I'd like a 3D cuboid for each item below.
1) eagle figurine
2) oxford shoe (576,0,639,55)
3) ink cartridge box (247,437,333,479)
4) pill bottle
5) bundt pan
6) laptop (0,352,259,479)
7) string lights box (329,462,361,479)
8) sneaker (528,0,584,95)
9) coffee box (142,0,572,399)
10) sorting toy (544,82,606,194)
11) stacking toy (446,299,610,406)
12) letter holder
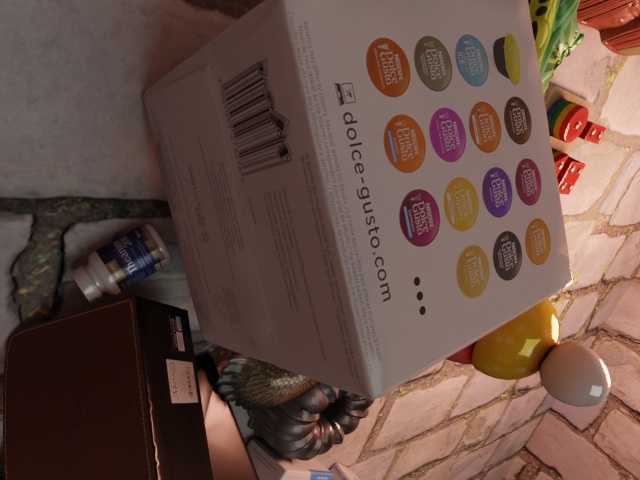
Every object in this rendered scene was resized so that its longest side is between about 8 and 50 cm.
[{"bbox_3d":[-0.019,0.214,1.001,0.298,0.225,0.226,-40,137,-46],"label":"eagle figurine"},{"bbox_3d":[0.594,-0.527,1.098,0.397,0.140,0.147,17,76,-44],"label":"oxford shoe"},{"bbox_3d":[-0.139,0.641,1.250,0.307,0.129,0.223,-59,142,-5],"label":"ink cartridge box"},{"bbox_3d":[-0.272,0.032,0.731,0.120,0.067,0.067,-33,138,-21],"label":"pill bottle"},{"bbox_3d":[0.005,0.365,1.213,0.330,0.124,0.331,-25,136,-28],"label":"bundt pan"},{"bbox_3d":[-0.331,0.464,0.911,0.408,0.236,0.382,-37,113,-55],"label":"laptop"},{"bbox_3d":[0.005,0.792,1.584,0.260,0.077,0.133,-46,141,-6],"label":"string lights box"},{"bbox_3d":[0.449,-0.367,1.048,0.123,0.109,0.296,-2,125,-12],"label":"sneaker"},{"bbox_3d":[0.038,-0.067,0.639,0.334,0.338,0.338,-17,99,-35],"label":"coffee box"},{"bbox_3d":[0.589,-0.228,1.326,0.255,0.089,0.257,1,120,-44],"label":"sorting toy"},{"bbox_3d":[0.367,0.179,1.127,0.350,0.480,0.351,-24,134,-28],"label":"stacking toy"},{"bbox_3d":[-0.286,0.255,0.723,0.214,0.302,0.152,-17,162,9],"label":"letter holder"}]
